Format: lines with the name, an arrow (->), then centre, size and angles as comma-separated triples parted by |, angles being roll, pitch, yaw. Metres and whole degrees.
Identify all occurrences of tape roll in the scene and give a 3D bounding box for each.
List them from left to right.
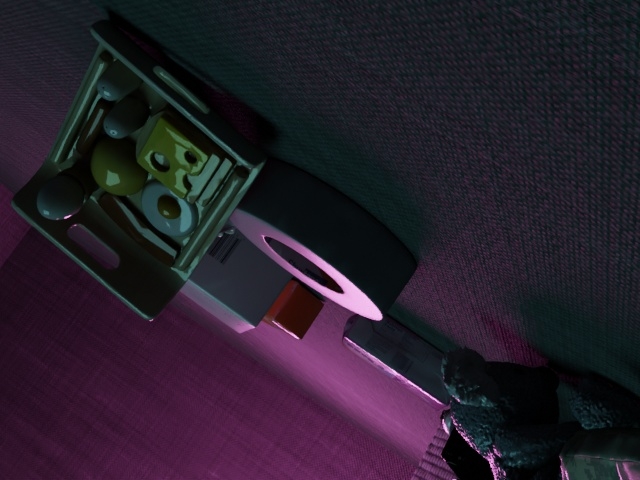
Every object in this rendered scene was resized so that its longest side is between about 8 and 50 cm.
tape roll -> 0.000, 0.000, 1.475 | 0.219, 0.072, 0.219 | 34, 171, 7

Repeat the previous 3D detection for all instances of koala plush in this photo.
koala plush -> 0.229, 0.218, 1.470 | 0.221, 0.203, 0.196 | 43, 175, 32

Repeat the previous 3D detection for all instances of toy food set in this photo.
toy food set -> -0.208, -0.066, 1.406 | 0.220, 0.092, 0.306 | 40, 136, 2

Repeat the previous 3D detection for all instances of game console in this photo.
game console -> 0.182, 0.376, 1.786 | 0.044, 0.361, 0.213 | 19, 162, 28

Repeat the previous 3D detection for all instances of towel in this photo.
towel -> 0.250, 0.469, 2.363 | 0.121, 0.235, 0.284 | 31, 171, -8

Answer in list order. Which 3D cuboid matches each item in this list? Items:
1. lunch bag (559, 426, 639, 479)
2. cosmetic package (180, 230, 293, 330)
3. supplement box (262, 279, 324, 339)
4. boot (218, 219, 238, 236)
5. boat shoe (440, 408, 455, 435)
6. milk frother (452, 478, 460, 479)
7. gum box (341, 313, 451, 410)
lunch bag -> 0.375, 0.265, 1.181 | 0.287, 0.169, 0.235 | 42, 166, -8
cosmetic package -> -0.157, 0.015, 1.871 | 0.224, 0.138, 0.225 | 36, 171, -3
supplement box -> -0.097, 0.090, 2.184 | 0.080, 0.078, 0.233 | 39, 170, -37
boot -> -0.139, -0.037, 1.600 | 0.095, 0.123, 0.258 | 28, 168, 34
boat shoe -> 0.226, 0.312, 2.240 | 0.040, 0.049, 0.142 | 32, 171, 22
milk frother -> 0.276, 0.379, 2.132 | 0.129, 0.135, 0.143 | 66, 166, 1
gum box -> 0.116, 0.168, 1.889 | 0.188, 0.062, 0.107 | 34, 170, 4
